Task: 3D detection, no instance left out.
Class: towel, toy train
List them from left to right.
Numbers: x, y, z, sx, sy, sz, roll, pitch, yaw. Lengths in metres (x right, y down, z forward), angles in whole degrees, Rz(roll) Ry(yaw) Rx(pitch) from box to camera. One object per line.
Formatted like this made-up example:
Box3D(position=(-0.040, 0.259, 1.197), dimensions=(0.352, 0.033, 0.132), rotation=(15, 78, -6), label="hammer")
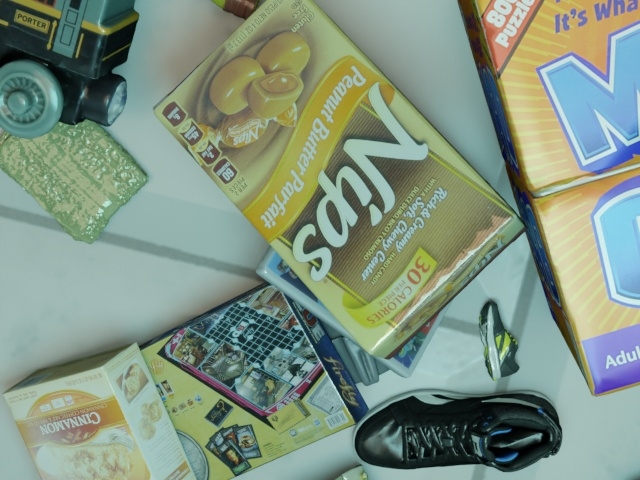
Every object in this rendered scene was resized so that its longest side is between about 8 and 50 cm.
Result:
Box3D(position=(-0.332, -0.230, 1.555), dimensions=(0.334, 0.142, 0.190), rotation=(22, 110, 7), label="toy train")
Box3D(position=(-0.261, -0.079, 1.648), dimensions=(0.148, 0.027, 0.110), rotation=(43, 96, -2), label="towel")

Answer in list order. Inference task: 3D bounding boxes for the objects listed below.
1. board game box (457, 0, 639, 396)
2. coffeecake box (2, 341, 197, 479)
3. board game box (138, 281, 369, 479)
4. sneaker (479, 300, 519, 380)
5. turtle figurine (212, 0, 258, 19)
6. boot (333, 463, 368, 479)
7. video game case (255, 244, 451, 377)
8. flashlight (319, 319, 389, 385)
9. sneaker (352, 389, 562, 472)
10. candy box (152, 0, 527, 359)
Box3D(position=(0.348, -0.109, 1.450), dimensions=(0.356, 0.356, 0.356), rotation=(-17, 96, 5), label="board game box")
Box3D(position=(-0.221, 0.213, 1.628), dimensions=(0.142, 0.068, 0.185), rotation=(-17, 101, 32), label="coffeecake box")
Box3D(position=(-0.093, 0.153, 1.621), dimensions=(0.243, 0.042, 0.165), rotation=(-26, 95, 26), label="board game box")
Box3D(position=(0.187, 0.103, 1.652), dimensions=(0.035, 0.031, 0.083), rotation=(-9, 101, -10), label="sneaker")
Box3D(position=(-0.154, -0.313, 1.584), dimensions=(0.217, 0.087, 0.270), rotation=(16, 97, 1), label="turtle figurine")
Box3D(position=(0.078, 0.307, 1.650), dimensions=(0.213, 0.077, 0.165), rotation=(-17, 74, -20), label="boot")
Box3D(position=(0.057, 0.008, 1.581), dimensions=(0.201, 0.023, 0.183), rotation=(37, 75, -25), label="video game case")
Box3D(position=(0.000, 0.000, 1.612), dimensions=(0.103, 0.103, 0.304), rotation=(-25, 98, -24), label="flashlight")
Box3D(position=(0.137, 0.197, 1.616), dimensions=(0.216, 0.121, 0.079), rotation=(-9, 95, 4), label="sneaker")
Box3D(position=(0.017, -0.066, 1.470), dimensions=(0.183, 0.087, 0.316), rotation=(-44, 73, 6), label="candy box")
